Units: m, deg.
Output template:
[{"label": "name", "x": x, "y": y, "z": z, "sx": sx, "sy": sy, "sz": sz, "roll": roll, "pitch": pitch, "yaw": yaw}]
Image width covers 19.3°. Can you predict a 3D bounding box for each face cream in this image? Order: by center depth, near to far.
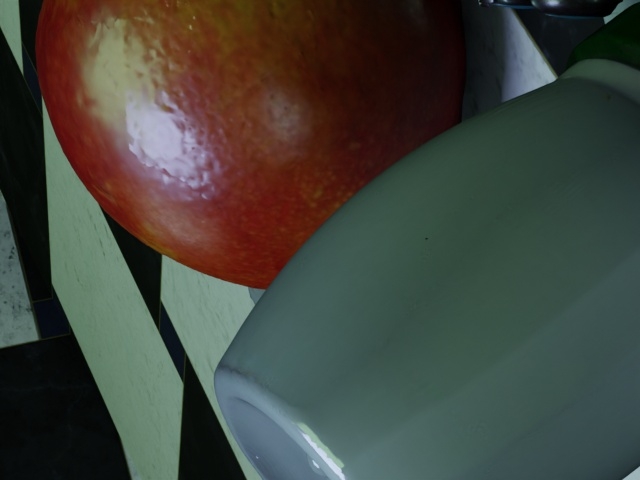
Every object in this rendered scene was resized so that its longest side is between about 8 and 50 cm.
[{"label": "face cream", "x": 0.122, "y": 0.034, "z": 1.132, "sx": 0.219, "sy": 0.357, "sz": 0.312, "roll": 54, "pitch": 165, "yaw": -8}]

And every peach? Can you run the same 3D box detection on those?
[{"label": "peach", "x": -0.046, "y": -0.137, "z": 1.574, "sx": 0.388, "sy": 0.388, "sz": 0.388, "roll": 162, "pitch": 90, "yaw": -72}]

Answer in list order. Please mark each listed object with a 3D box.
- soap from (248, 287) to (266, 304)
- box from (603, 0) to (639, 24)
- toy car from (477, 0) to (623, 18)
[{"label": "soap", "x": 0.000, "y": 0.000, "z": 1.881, "sx": 0.258, "sy": 0.159, "sz": 0.302, "roll": 134, "pitch": 118, "yaw": -73}, {"label": "box", "x": 0.246, "y": -0.169, "z": 1.152, "sx": 0.285, "sy": 0.044, "sz": 0.142, "roll": 171, "pitch": 85, "yaw": -72}, {"label": "toy car", "x": 0.089, "y": -0.248, "z": 1.207, "sx": 0.248, "sy": 0.198, "sz": 0.204, "roll": -151, "pitch": 62, "yaw": -69}]
